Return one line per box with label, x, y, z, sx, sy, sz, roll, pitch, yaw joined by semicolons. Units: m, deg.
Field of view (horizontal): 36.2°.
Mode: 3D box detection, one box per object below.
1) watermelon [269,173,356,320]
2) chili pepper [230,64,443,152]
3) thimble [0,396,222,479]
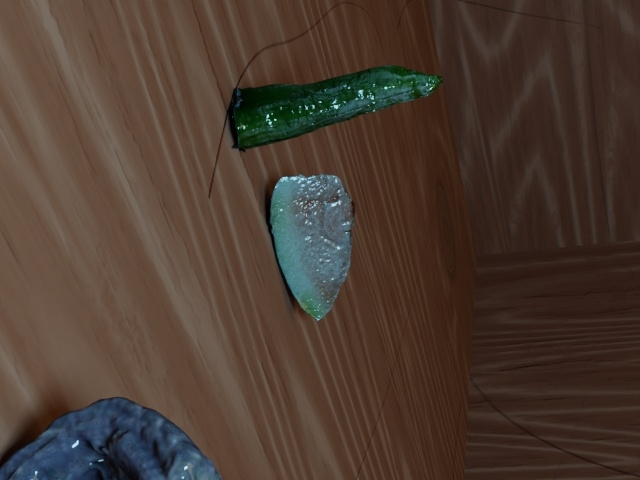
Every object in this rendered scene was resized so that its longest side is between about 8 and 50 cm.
watermelon;-0.009;0.002;1.159;0.081;0.094;0.180;-67;163;-65
chili pepper;0.018;-0.147;1.040;0.088;0.226;0.059;-84;161;-49
thimble;-0.122;0.177;0.580;0.098;0.150;0.150;65;25;-43
